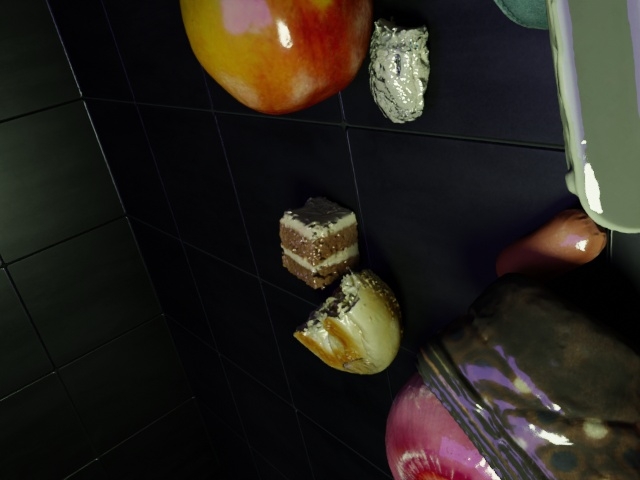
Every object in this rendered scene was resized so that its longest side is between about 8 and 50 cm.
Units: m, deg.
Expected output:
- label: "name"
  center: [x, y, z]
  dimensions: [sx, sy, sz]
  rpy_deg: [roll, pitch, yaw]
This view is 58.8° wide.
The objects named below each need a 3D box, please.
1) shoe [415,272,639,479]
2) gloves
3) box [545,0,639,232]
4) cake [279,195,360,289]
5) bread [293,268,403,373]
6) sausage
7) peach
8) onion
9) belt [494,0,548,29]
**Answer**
- label: "shoe"
  center: [0.321, 0.220, 0.726]
  dimensions: [0.384, 0.237, 0.171]
  rpy_deg: [51, -168, 28]
- label: "gloves"
  center: [0.115, -0.260, 0.882]
  dimensions: [0.114, 0.070, 0.153]
  rpy_deg: [30, 138, 40]
- label: "box"
  center: [0.348, -0.203, 0.389]
  dimensions: [0.374, 0.090, 0.366]
  rpy_deg: [-12, 109, 16]
- label: "cake"
  center: [0.000, 0.000, 1.199]
  dimensions: [0.135, 0.135, 0.147]
  rpy_deg: [33, 134, 39]
- label: "bread"
  center: [0.082, 0.178, 1.181]
  dimensions: [0.192, 0.171, 0.314]
  rpy_deg: [43, 152, 5]
- label: "sausage"
  center: [0.321, 0.018, 0.806]
  dimensions: [0.077, 0.077, 0.194]
  rpy_deg: [55, 147, 9]
- label: "peach"
  center: [-0.066, -0.341, 0.879]
  dimensions: [0.308, 0.308, 0.332]
  rpy_deg: [46, 158, 23]
- label: "onion"
  center: [0.274, 0.390, 0.961]
  dimensions: [0.359, 0.344, 0.358]
  rpy_deg: [16, 152, 8]
- label: "belt"
  center: [0.239, -0.332, 0.520]
  dimensions: [0.116, 0.207, 0.267]
  rpy_deg: [23, 118, 48]
